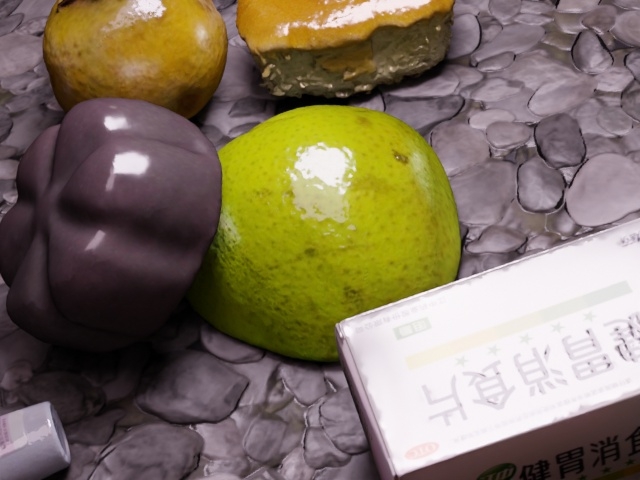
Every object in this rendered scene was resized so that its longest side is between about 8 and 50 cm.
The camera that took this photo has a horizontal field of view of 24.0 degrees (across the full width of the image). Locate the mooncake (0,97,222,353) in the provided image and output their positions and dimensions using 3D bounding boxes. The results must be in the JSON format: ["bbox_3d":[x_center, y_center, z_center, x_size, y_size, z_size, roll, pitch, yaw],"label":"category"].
[{"bbox_3d":[-0.204,-0.016,1.419,0.245,0.133,0.245,-27,55,46],"label":"mooncake"}]

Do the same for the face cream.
[{"bbox_3d":[-0.326,0.207,1.347,0.198,0.057,0.084,-21,44,-5],"label":"face cream"}]

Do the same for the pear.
[{"bbox_3d":[0.003,-0.004,1.414,0.288,0.139,0.239,-24,53,-5],"label":"pear"}]

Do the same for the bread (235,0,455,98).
[{"bbox_3d":[0.033,-0.245,1.641,0.245,0.121,0.174,-13,45,7],"label":"bread"}]

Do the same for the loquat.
[{"bbox_3d":[-0.199,-0.218,1.626,0.213,0.213,0.213,-8,45,9],"label":"loquat"}]

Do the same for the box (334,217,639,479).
[{"bbox_3d":[0.198,0.117,1.220,0.332,0.145,0.173,-18,46,-2],"label":"box"}]
